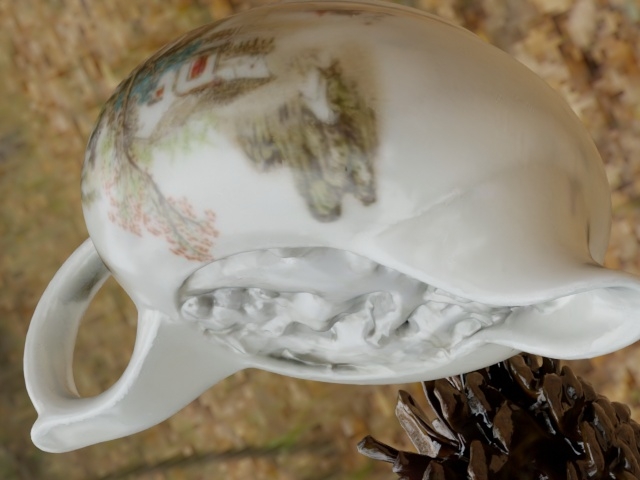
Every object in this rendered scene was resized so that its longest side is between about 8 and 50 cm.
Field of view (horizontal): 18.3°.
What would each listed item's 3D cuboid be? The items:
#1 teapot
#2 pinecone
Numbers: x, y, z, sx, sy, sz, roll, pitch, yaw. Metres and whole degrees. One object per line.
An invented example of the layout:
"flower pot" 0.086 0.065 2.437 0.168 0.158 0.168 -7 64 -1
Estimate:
"teapot" 0.000 0.000 0.776 0.298 0.204 0.139 -17 57 40
"pinecone" 0.127 0.172 1.331 0.229 0.201 0.202 -121 31 -41
